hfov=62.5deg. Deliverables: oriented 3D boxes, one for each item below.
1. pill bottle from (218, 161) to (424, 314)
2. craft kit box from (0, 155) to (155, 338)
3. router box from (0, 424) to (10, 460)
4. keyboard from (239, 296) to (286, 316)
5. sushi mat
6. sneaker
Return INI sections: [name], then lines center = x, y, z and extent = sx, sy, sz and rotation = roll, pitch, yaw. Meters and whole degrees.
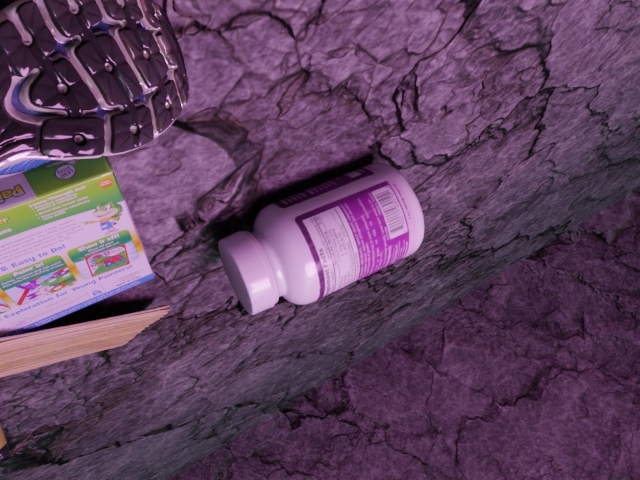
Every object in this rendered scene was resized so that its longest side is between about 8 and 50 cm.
[pill bottle]
center = 0.000, 0.000, 0.842
extent = 0.301, 0.169, 0.169
rotation = -23, 155, -19
[craft kit box]
center = -0.339, 0.020, 0.608
extent = 0.250, 0.061, 0.246
rotation = -24, 158, -19
[router box]
center = -0.626, 0.351, 0.753
extent = 0.309, 0.081, 0.243
rotation = -37, 165, -39
[keyboard]
center = -0.020, 0.071, 1.132
extent = 0.317, 0.033, 0.201
rotation = -17, 158, -34
[sushi mat]
center = -0.380, 0.153, 0.776
extent = 0.151, 0.019, 0.316
rotation = -33, 166, 27
[sneaker]
center = -0.252, -0.107, 0.403
extent = 0.330, 0.147, 0.129
rotation = -35, 125, -35
